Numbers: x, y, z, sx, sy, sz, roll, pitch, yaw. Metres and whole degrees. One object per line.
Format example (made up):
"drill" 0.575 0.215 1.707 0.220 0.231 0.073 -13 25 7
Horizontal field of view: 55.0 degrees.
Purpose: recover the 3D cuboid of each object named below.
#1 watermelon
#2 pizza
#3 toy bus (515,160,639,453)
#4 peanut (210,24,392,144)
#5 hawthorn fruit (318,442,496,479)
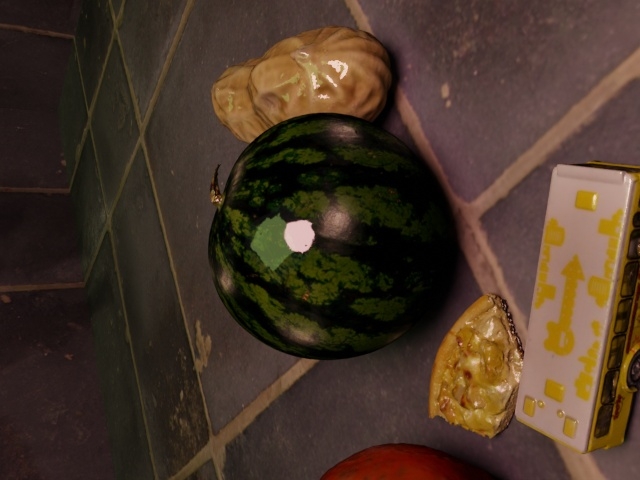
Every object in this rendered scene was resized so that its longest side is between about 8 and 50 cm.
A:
"watermelon" 0.005 0.002 0.661 0.269 0.269 0.268 3 94 57
"pizza" 0.156 0.134 0.620 0.099 0.036 0.160 47 129 45
"toy bus" 0.216 0.050 0.493 0.081 0.074 0.226 23 111 55
"peanut" -0.038 -0.189 0.800 0.325 0.153 0.140 5 91 50
"hawthorn fruit" 0.096 0.298 0.571 0.250 0.215 0.215 -21 74 57
